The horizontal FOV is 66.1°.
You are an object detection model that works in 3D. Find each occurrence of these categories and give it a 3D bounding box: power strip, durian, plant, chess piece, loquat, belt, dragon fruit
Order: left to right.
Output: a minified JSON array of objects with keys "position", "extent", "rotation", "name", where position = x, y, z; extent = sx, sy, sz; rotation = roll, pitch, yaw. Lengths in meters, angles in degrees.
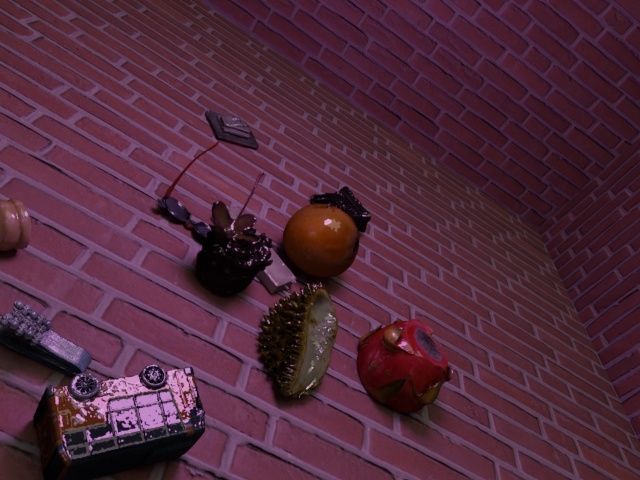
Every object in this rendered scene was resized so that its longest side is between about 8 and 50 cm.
[{"position":[-0.803,-0.012,0.967],"extent":[0.397,0.117,0.117],"rotation":[-12,57,-49],"name":"chess piece"},{"position":[-0.538,0.202,0.971],"extent":[0.179,0.100,0.065],"rotation":[32,35,-15],"name":"belt"},{"position":[-0.360,-0.481,2.070],"extent":[0.213,0.064,0.198],"rotation":[5,42,-41],"name":"power strip"},{"position":[-0.238,0.029,1.384],"extent":[0.204,0.234,0.178],"rotation":[36,25,7],"name":"plant"},{"position":[-0.212,0.029,1.581],"extent":[0.367,0.043,0.106],"rotation":[49,33,17],"name":"power strip"},{"position":[-0.061,0.268,1.374],"extent":[0.198,0.163,0.394],"rotation":[53,30,-28],"name":"durian"},{"position":[0.000,0.000,1.666],"extent":[0.263,0.263,0.263],"rotation":[26,33,-19],"name":"loquat"},{"position":[0.269,0.365,1.498],"extent":[0.290,0.189,0.291],"rotation":[26,34,-19],"name":"dragon fruit"}]

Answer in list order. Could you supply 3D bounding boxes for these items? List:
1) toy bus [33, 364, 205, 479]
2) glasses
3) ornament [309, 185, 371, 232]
[{"position":[-0.366,0.341,0.927],"extent":[0.275,0.138,0.167],"rotation":[2,48,-42],"name":"toy bus"},{"position":[-0.329,-0.147,1.487],"extent":[0.234,0.268,0.118],"rotation":[36,12,-1],"name":"glasses"},{"position":[0.050,-0.124,2.012],"extent":[0.260,0.106,0.251],"rotation":[-2,42,-36],"name":"ornament"}]
